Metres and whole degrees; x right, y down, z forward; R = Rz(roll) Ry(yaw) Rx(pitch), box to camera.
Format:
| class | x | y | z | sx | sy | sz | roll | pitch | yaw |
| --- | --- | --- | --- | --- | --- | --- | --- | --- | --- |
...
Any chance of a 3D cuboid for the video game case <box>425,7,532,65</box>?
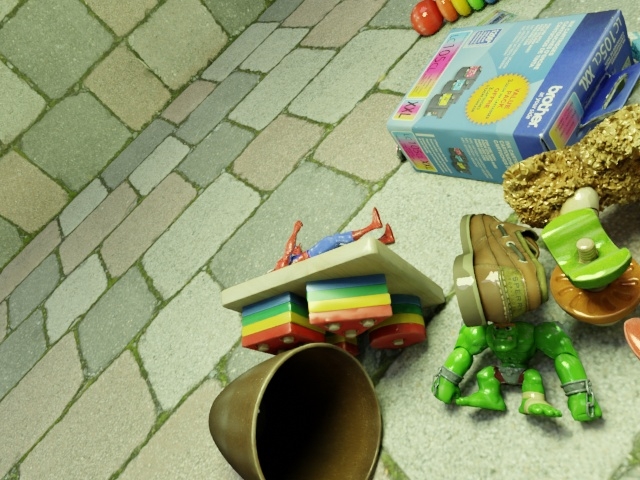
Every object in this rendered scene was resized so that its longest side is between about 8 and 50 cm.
| class | x | y | z | sx | sy | sz | roll | pitch | yaw |
| --- | --- | --- | --- | --- | --- | --- | --- | --- | --- |
| video game case | 0.371 | -0.454 | 1.183 | 0.212 | 0.023 | 0.193 | -36 | 33 | 12 |

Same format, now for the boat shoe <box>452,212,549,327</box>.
| class | x | y | z | sx | sy | sz | roll | pitch | yaw |
| --- | --- | --- | --- | --- | --- | --- | --- | --- | --- |
| boat shoe | 0.251 | 0.031 | 0.694 | 0.104 | 0.111 | 0.307 | -13 | 16 | 21 |

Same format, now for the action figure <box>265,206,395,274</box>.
| class | x | y | z | sx | sy | sz | roll | pitch | yaw |
| --- | --- | --- | --- | --- | --- | --- | --- | --- | --- |
| action figure | 0.000 | 0.000 | 1.028 | 0.280 | 0.091 | 0.139 | -28 | 45 | 18 |

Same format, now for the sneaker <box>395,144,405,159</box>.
| class | x | y | z | sx | sy | sz | roll | pitch | yaw |
| --- | --- | --- | --- | --- | --- | --- | --- | --- | --- |
| sneaker | 0.214 | -0.218 | 1.094 | 0.119 | 0.047 | 0.057 | -47 | 48 | -4 |

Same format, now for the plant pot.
| class | x | y | z | sx | sy | sz | roll | pitch | yaw |
| --- | --- | --- | --- | --- | --- | --- | --- | --- | --- |
| plant pot | -0.067 | 0.267 | 0.747 | 0.230 | 0.215 | 0.215 | -18 | 41 | 49 |

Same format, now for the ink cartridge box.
| class | x | y | z | sx | sy | sz | roll | pitch | yaw |
| --- | --- | --- | --- | --- | --- | --- | --- | --- | --- |
| ink cartridge box | 0.352 | -0.247 | 0.894 | 0.395 | 0.151 | 0.270 | 21 | 73 | 49 |

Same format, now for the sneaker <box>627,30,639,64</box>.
| class | x | y | z | sx | sy | sz | roll | pitch | yaw |
| --- | --- | --- | --- | --- | --- | --- | --- | --- | --- |
| sneaker | 0.570 | -0.305 | 0.830 | 0.083 | 0.071 | 0.191 | -15 | 44 | 23 |

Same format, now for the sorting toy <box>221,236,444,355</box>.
| class | x | y | z | sx | sy | sz | roll | pitch | yaw |
| --- | --- | --- | --- | --- | --- | --- | --- | --- | --- |
| sorting toy | 0.031 | 0.115 | 0.761 | 0.255 | 0.257 | 0.089 | -21 | 59 | 27 |

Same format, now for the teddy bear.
| class | x | y | z | sx | sy | sz | roll | pitch | yaw |
| --- | --- | --- | --- | --- | --- | --- | --- | --- | --- |
| teddy bear | 0.409 | -0.100 | 0.634 | 0.338 | 0.245 | 0.113 | -20 | 75 | -3 |

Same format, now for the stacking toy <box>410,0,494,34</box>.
| class | x | y | z | sx | sy | sz | roll | pitch | yaw |
| --- | --- | --- | --- | --- | --- | --- | --- | --- | --- |
| stacking toy | 0.381 | -0.646 | 1.300 | 0.330 | 0.141 | 0.141 | -23 | 41 | 31 |

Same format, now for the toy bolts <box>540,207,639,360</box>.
| class | x | y | z | sx | sy | sz | roll | pitch | yaw |
| --- | --- | --- | --- | --- | --- | --- | --- | --- | --- |
| toy bolts | 0.387 | 0.067 | 0.547 | 0.218 | 0.158 | 0.228 | -27 | 40 | 18 |

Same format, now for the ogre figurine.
| class | x | y | z | sx | sy | sz | roll | pitch | yaw |
| --- | --- | --- | --- | --- | --- | --- | --- | --- | --- |
| ogre figurine | 0.242 | 0.160 | 0.647 | 0.197 | 0.096 | 0.118 | -17 | 59 | 52 |
